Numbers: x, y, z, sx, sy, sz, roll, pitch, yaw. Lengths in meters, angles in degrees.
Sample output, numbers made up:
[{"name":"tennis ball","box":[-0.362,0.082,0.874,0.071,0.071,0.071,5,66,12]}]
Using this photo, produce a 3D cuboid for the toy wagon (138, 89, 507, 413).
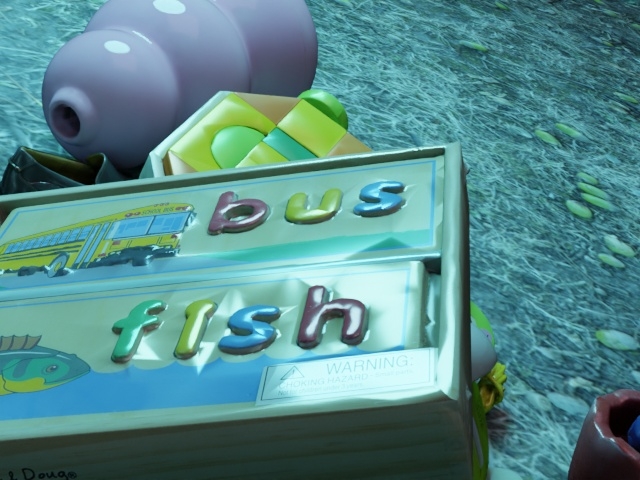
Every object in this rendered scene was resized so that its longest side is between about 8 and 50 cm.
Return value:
[{"name":"toy wagon","box":[0.022,0.014,0.945,0.344,0.068,0.267,36,46,4]}]

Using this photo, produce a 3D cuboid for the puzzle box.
[{"name":"puzzle box","box":[-0.118,0.043,0.644,0.408,0.052,0.272,-6,28,10]}]

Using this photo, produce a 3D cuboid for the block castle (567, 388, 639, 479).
[{"name":"block castle","box":[0.377,0.220,0.709,0.453,0.213,0.303,33,29,21]}]

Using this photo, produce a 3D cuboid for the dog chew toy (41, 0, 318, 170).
[{"name":"dog chew toy","box":[-0.143,-0.167,1.133,0.206,0.207,0.332,29,35,16]}]

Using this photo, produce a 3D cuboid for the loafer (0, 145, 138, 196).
[{"name":"loafer","box":[-0.194,-0.046,0.999,0.170,0.061,0.062,0,32,-38]}]

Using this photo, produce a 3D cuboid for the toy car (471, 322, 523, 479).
[{"name":"toy car","box":[0.052,0.146,0.758,0.136,0.159,0.182,-9,15,25]}]
